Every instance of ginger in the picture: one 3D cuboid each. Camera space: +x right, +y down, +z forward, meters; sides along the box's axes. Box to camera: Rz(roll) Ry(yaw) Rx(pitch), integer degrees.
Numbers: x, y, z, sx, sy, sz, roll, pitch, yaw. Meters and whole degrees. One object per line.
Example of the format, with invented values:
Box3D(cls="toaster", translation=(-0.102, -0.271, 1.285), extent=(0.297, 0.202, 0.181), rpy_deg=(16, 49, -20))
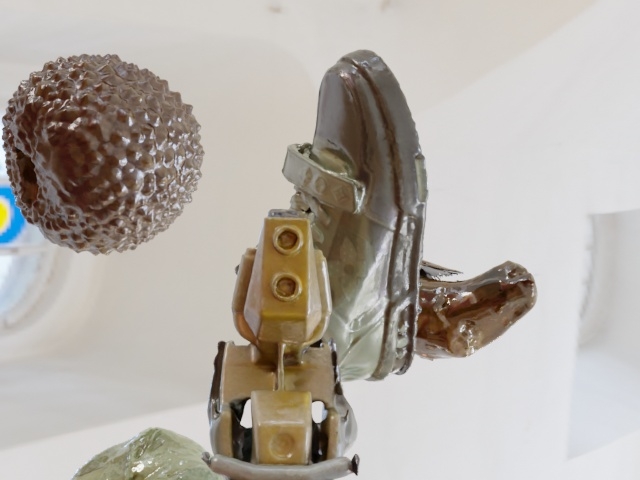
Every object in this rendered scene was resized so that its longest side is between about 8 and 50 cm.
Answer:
Box3D(cls="ginger", translation=(0.079, 0.048, 1.387), extent=(0.309, 0.133, 0.107), rpy_deg=(26, -28, 35))

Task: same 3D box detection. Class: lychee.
Box3D(cls="lychee", translation=(-0.273, -0.114, 1.696), extent=(0.267, 0.267, 0.267), rpy_deg=(2, -87, 36))

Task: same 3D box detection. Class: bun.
Box3D(cls="bun", translation=(-0.195, 0.309, 1.444), extent=(0.212, 0.126, 0.204), rpy_deg=(-28, -118, 5))

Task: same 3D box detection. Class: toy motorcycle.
Box3D(cls="toy motorcycle", translation=(-0.021, 0.094, 0.767), extent=(0.094, 0.130, 0.229), rpy_deg=(3, -92, -3))

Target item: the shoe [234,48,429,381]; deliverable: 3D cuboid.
Box3D(cls="shoe", translation=(-0.002, -0.001, 1.067), extent=(0.109, 0.149, 0.293), rpy_deg=(37, -42, 55))
